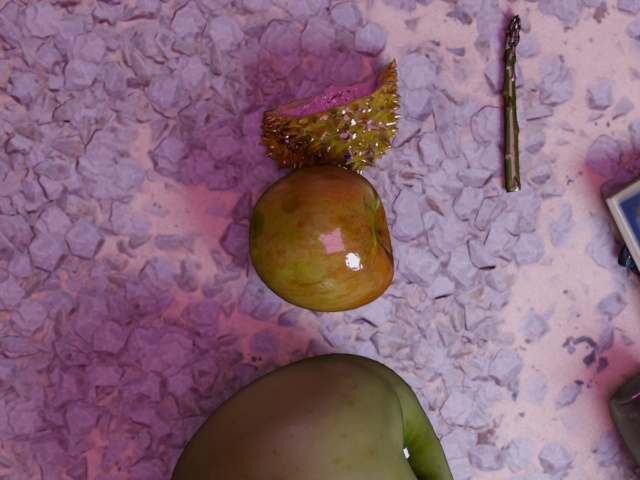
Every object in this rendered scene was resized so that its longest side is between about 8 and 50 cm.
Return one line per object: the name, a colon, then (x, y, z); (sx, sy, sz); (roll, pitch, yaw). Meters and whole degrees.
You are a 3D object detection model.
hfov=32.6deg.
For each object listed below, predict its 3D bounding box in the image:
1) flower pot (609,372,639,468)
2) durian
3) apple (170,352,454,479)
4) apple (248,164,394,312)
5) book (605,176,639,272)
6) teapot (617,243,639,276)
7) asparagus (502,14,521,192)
flower pot: (0.545, 0.351, 1.466); (0.164, 0.254, 0.367); (-36, 96, 0)
durian: (0.025, -0.159, 1.482); (0.182, 0.165, 0.132); (-6, 51, -27)
apple: (-0.001, 0.324, 1.380); (0.357, 0.357, 0.357); (0, 92, -5)
apple: (0.000, 0.000, 1.435); (0.196, 0.196, 0.196); (0, 92, -5)
book: (0.550, 0.035, 1.538); (0.228, 0.018, 0.322); (-28, 94, -24)
teapot: (0.470, 0.025, 1.547); (0.083, 0.049, 0.063); (26, 90, -6)
asparagus: (0.268, -0.191, 1.533); (0.025, 0.024, 0.248); (-3, 93, -48)
